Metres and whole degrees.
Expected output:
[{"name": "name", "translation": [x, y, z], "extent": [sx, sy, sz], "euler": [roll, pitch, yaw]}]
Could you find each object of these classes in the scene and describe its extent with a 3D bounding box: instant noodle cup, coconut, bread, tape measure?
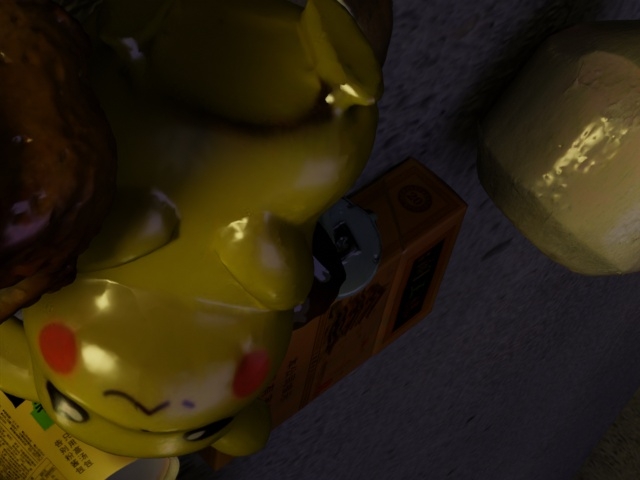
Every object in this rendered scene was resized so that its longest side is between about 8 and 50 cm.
[{"name": "instant noodle cup", "translation": [-0.178, 0.147, 0.966], "extent": [0.151, 0.122, 0.151], "euler": [-38, 155, -22]}, {"name": "coconut", "translation": [0.261, -0.093, 1.223], "extent": [0.234, 0.224, 0.224], "euler": [-40, 161, 20]}, {"name": "bread", "translation": [-0.207, -0.016, 0.588], "extent": [0.247, 0.135, 0.232], "euler": [-24, 171, -21]}, {"name": "tape measure", "translation": [0.002, 0.001, 1.079], "extent": [0.091, 0.094, 0.054], "euler": [-44, -164, -11]}]

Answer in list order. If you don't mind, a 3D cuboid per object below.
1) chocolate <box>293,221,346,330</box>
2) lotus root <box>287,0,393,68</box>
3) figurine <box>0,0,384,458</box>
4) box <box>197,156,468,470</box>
[{"name": "chocolate", "translation": [-0.063, 0.020, 0.951], "extent": [0.133, 0.127, 0.124], "euler": [-36, 174, 10]}, {"name": "lotus root", "translation": [-0.011, -0.124, 0.798], "extent": [0.081, 0.112, 0.122], "euler": [-54, 167, -44]}, {"name": "figurine", "translation": [-0.094, 0.002, 0.759], "extent": [0.169, 0.218, 0.326], "euler": [-95, -158, -61]}, {"name": "box", "translation": [-0.004, 0.062, 1.195], "extent": [0.274, 0.076, 0.174], "euler": [-34, 157, -28]}]
